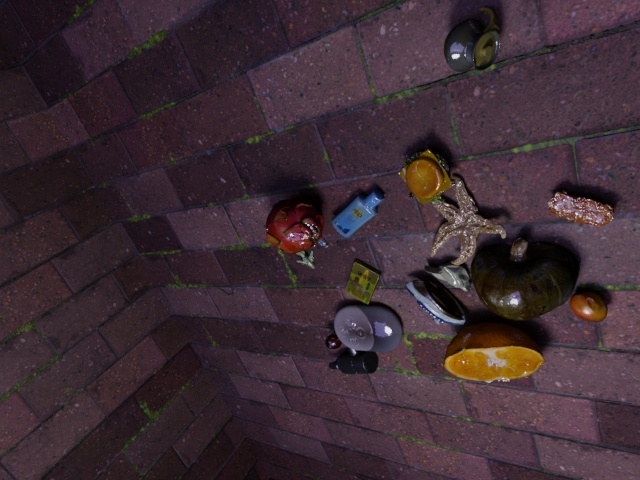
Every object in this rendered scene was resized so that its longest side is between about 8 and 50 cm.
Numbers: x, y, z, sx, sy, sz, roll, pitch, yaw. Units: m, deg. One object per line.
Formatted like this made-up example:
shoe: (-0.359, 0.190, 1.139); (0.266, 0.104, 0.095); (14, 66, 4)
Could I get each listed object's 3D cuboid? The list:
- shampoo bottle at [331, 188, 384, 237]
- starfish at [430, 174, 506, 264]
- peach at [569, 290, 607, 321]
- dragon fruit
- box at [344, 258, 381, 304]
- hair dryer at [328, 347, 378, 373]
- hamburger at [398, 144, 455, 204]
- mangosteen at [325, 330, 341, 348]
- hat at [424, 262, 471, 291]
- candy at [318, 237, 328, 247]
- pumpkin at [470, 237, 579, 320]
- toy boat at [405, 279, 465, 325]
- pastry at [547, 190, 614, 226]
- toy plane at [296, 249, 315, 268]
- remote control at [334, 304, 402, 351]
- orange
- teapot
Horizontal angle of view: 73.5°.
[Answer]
shampoo bottle: (0.148, -0.110, 1.655); (0.104, 0.061, 0.258); (46, 135, -2)
starfish: (0.467, -0.068, 1.458); (0.299, 0.060, 0.302); (-20, 95, 49)
peach: (0.847, 0.211, 1.353); (0.101, 0.101, 0.100); (19, 130, 24)
dragon fruit: (-0.109, -0.061, 1.754); (0.250, 0.315, 0.250); (0, 99, -3)
box: (0.183, 0.181, 1.863); (0.121, 0.030, 0.193); (28, 134, 16)
hair dryer: (0.121, 0.521, 2.119); (0.244, 0.116, 0.302); (-19, 97, 42)
hamburger: (0.354, -0.210, 1.400); (0.164, 0.093, 0.189); (-20, 95, 46)
mangosteen: (0.062, 0.480, 2.045); (0.081, 0.081, 0.081); (19, 130, 24)
hat: (0.475, 0.123, 1.593); (0.166, 0.081, 0.122); (16, 170, 45)
candy: (-0.001, 0.000, 1.871); (0.083, 0.020, 0.030); (48, 136, -6)
pumpkin: (0.631, 0.123, 1.361); (0.325, 0.232, 0.242); (-6, 114, 35)
toy boat: (0.440, 0.247, 1.666); (0.262, 0.114, 0.115); (43, 140, 2)
pastry: (0.749, -0.093, 1.236); (0.169, 0.063, 0.087); (25, 124, 26)
toy plane: (-0.063, 0.088, 1.966); (0.102, 0.040, 0.111); (-32, 97, 34)
remote control: (0.209, 0.396, 1.931); (0.332, 0.103, 0.221); (-5, 104, 30)
orange: (0.617, 0.425, 1.572); (0.310, 0.274, 0.274); (-36, 98, 2)
teapot: (0.405, -0.525, 1.126); (0.119, 0.130, 0.165); (44, 113, 45)
